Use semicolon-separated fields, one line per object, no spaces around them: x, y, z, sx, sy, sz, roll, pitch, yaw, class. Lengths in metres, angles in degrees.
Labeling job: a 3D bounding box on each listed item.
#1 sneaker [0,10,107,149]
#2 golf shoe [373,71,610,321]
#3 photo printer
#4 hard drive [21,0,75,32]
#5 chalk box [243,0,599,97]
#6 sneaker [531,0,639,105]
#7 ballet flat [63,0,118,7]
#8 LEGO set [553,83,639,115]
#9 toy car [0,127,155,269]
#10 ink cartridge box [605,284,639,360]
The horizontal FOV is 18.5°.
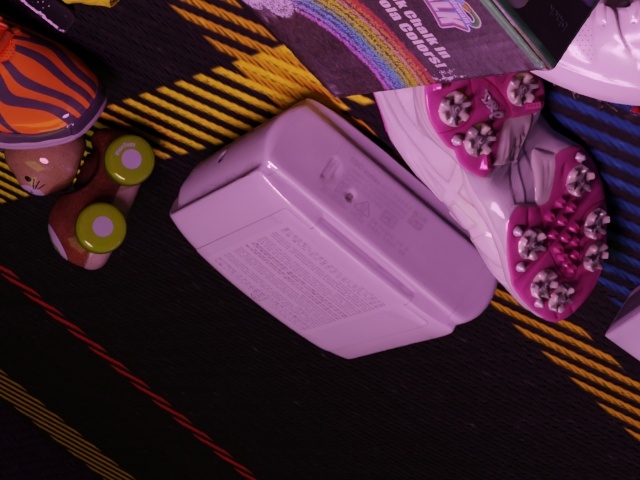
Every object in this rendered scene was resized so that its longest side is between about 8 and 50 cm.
-0.361;-0.206;1.916;0.321;0.124;0.180;23;157;27;sneaker
0.132;-0.062;1.548;0.140;0.115;0.306;27;154;47;golf shoe
0.000;0.000;1.849;0.256;0.107;0.307;39;159;-11;photo printer
-0.264;-0.232;1.777;0.094;0.022;0.135;38;-175;-14;hard drive
0.081;-0.215;1.175;0.180;0.179;0.289;46;155;-25;chalk box
0.235;-0.158;1.185;0.292;0.108;0.169;14;151;22;sneaker
-0.162;-0.241;1.641;0.077;0.077;0.231;18;167;-19;ballet flat
0.212;-0.112;1.425;0.083;0.023;0.054;22;161;-4;LEGO set
-0.280;-0.068;2.018;0.188;0.149;0.155;24;170;-8;toy car
0.380;0.091;1.555;0.239;0.060;0.275;36;159;-1;ink cartridge box
